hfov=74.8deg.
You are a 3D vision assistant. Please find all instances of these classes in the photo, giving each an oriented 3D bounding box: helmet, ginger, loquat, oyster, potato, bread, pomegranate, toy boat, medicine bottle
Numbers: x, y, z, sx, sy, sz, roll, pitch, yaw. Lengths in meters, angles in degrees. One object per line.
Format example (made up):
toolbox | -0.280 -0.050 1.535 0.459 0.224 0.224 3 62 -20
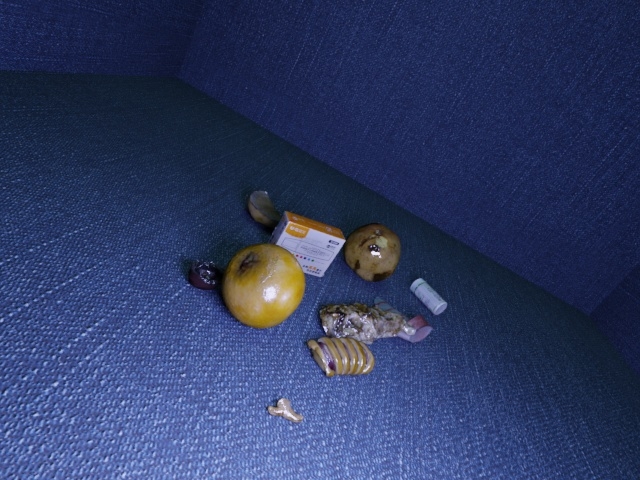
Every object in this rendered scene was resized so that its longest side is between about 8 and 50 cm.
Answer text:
helmet | -0.366 0.119 1.339 0.123 0.070 0.098 23 29 -34
ginger | -0.089 0.434 1.073 0.097 0.030 0.048 23 51 -11
loquat | -0.175 0.138 1.292 0.263 0.263 0.263 25 23 -12
oyster | 0.158 0.285 1.578 0.395 0.111 0.204 9 25 -27
potato | -0.270 -0.126 1.932 0.138 0.098 0.243 2 41 -42
bread | 0.069 0.365 1.338 0.225 0.081 0.134 13 29 -37
pomegranate | 0.249 0.055 1.978 0.281 0.281 0.281 25 23 -12
toy boat | 0.311 0.315 1.751 0.206 0.096 0.282 -8 33 -39
medicine bottle | 0.535 0.277 2.074 0.086 0.086 0.183 8 31 -42

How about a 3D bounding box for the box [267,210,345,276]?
box | -0.068 0.020 1.715 0.273 0.221 0.091 16 30 -25
